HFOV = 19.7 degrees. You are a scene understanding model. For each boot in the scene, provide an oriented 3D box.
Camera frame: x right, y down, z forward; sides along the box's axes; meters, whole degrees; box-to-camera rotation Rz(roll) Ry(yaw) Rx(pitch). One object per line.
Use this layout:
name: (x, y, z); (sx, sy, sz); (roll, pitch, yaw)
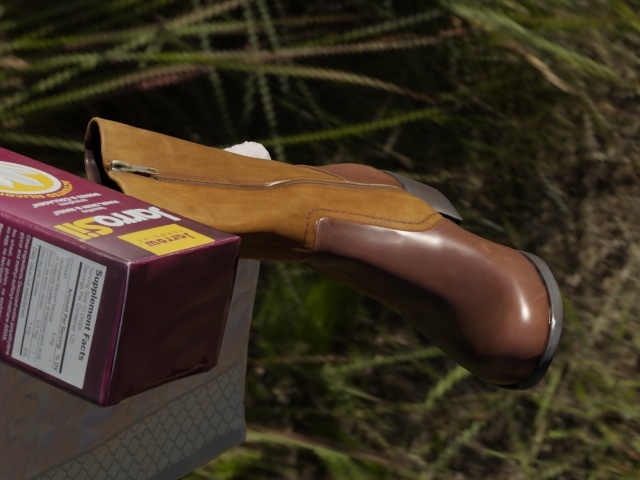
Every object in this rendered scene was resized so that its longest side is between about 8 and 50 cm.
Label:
boot: (0.000, 0.000, 1.232); (0.096, 0.280, 0.264); (-63, 34, 23)

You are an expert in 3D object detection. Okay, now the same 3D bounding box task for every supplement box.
supplement box: (-0.151, 0.013, 0.990); (0.188, 0.104, 0.080); (20, 107, 27)

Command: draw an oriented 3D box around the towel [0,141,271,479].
towel: (-0.168, 0.101, 1.570); (0.053, 0.332, 0.317); (24, 123, 32)
